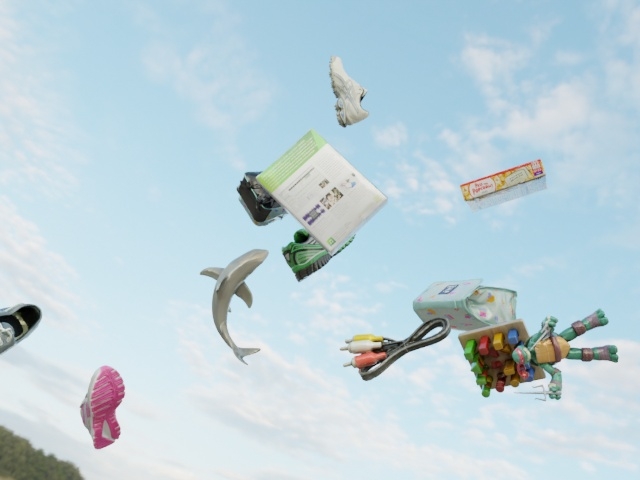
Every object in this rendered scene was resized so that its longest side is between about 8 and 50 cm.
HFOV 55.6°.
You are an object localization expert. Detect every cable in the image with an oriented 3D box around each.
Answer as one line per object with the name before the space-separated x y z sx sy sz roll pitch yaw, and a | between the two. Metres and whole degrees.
cable | 0.187 0.265 1.533 0.287 0.139 0.072 -22 -60 18

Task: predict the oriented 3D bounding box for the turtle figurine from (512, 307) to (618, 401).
turtle figurine | 0.499 0.232 1.292 0.234 0.118 0.175 -16 -78 -3

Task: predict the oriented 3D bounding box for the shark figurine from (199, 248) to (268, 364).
shark figurine | -0.218 0.146 1.417 0.166 0.278 0.116 4 -13 1

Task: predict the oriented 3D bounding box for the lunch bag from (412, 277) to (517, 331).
lunch bag | 0.447 0.203 1.892 0.262 0.160 0.223 13 -13 -36

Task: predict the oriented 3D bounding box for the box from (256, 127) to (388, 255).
box | 0.003 -0.145 1.772 0.322 0.232 0.058 46 -8 13

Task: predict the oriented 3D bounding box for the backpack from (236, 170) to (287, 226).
backpack | -0.160 -0.142 1.962 0.165 0.188 0.144 55 -38 20

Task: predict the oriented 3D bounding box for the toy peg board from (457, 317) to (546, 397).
toy peg board | 0.424 0.288 1.432 0.161 0.079 0.161 -20 -77 27

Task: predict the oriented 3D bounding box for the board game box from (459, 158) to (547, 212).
board game box | 0.451 -0.130 1.490 0.194 0.045 0.147 -18 -15 17

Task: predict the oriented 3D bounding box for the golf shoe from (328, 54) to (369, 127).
golf shoe | 0.069 -0.359 1.445 0.086 0.176 0.069 -12 -4 9

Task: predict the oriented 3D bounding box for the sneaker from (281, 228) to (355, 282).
sneaker | 0.000 0.000 2.063 0.134 0.343 0.146 -32 -87 39

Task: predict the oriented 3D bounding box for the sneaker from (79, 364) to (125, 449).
sneaker | -0.618 0.450 1.687 0.111 0.103 0.252 28 -66 37

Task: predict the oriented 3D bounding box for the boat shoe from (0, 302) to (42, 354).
boat shoe | -0.718 0.198 1.325 0.116 0.099 0.319 59 3 -2
